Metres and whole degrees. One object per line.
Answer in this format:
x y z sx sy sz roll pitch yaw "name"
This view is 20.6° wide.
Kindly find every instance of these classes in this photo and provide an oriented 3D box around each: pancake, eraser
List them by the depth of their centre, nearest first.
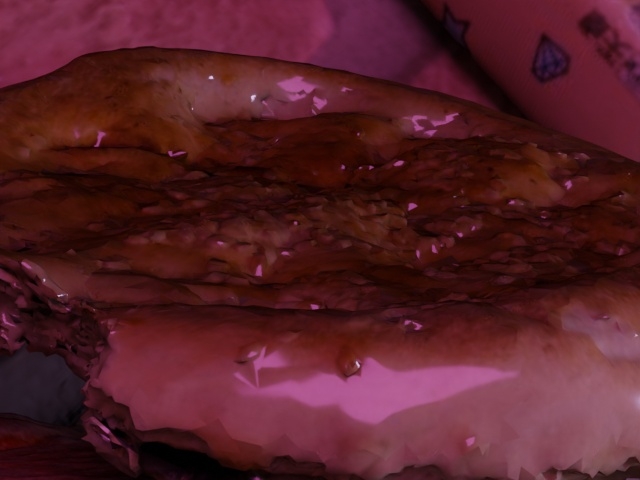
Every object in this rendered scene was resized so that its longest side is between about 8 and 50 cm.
0.000 0.001 0.654 0.382 0.071 0.382 6 18 -2 "pancake"
0.141 -0.139 0.881 0.171 0.087 0.290 -30 66 -23 "eraser"

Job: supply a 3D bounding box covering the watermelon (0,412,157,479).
-0.060 0.190 0.617 0.283 0.292 0.250 15 96 27 "watermelon"
